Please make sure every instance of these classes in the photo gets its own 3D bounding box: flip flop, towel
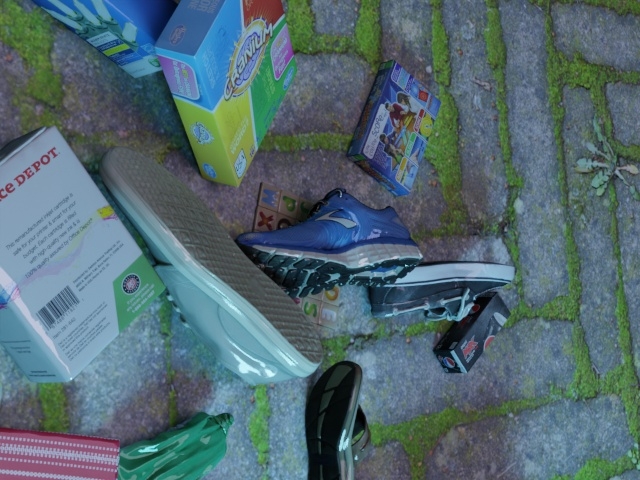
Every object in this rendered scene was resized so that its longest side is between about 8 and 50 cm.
[{"bbox_3d":[0.039,0.329,1.886,0.080,0.112,0.277,1,88,-36],"label":"flip flop"},{"bbox_3d":[-0.372,0.389,1.550,0.199,0.031,0.275,10,76,-24],"label":"towel"}]

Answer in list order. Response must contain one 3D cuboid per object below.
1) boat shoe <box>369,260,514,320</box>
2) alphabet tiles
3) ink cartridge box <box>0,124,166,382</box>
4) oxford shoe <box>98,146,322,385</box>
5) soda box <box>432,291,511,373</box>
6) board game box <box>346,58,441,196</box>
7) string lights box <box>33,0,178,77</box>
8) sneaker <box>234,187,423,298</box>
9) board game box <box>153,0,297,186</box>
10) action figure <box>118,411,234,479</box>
[{"bbox_3d":[0.216,0.090,2.073,0.306,0.113,0.105,-3,93,-39],"label":"boat shoe"},{"bbox_3d":[-0.038,0.046,1.923,0.198,0.009,0.237,20,71,-38],"label":"alphabet tiles"},{"bbox_3d":[-0.370,0.019,1.565,0.201,0.117,0.278,-47,115,-35],"label":"ink cartridge box"},{"bbox_3d":[-0.178,0.054,1.722,0.449,0.130,0.169,49,24,-20],"label":"oxford shoe"},{"bbox_3d":[0.277,0.167,2.152,0.169,0.053,0.060,-47,114,-34],"label":"soda box"},{"bbox_3d":[0.132,-0.198,2.084,0.136,0.035,0.201,37,62,-32],"label":"board game box"},{"bbox_3d":[-0.310,-0.341,1.651,0.259,0.133,0.077,36,65,-32],"label":"string lights box"},{"bbox_3d":[0.000,0.000,1.892,0.330,0.130,0.147,-2,60,-33],"label":"sneaker"},{"bbox_3d":[-0.129,-0.264,1.730,0.316,0.064,0.242,76,35,-59],"label":"board game box"},{"bbox_3d":[-0.211,0.316,1.701,0.232,0.063,0.137,-32,104,-35],"label":"action figure"}]
